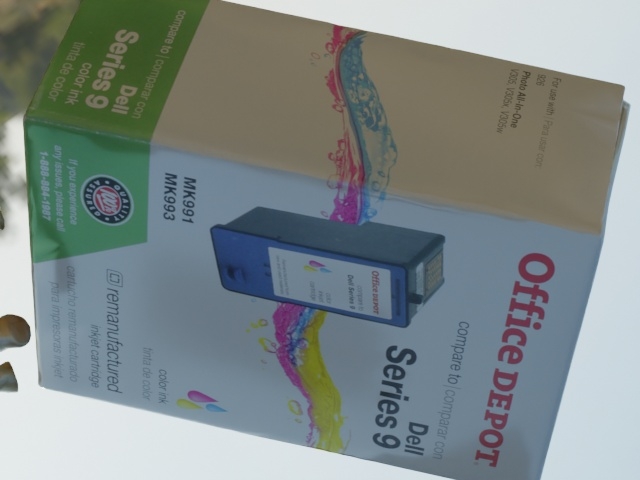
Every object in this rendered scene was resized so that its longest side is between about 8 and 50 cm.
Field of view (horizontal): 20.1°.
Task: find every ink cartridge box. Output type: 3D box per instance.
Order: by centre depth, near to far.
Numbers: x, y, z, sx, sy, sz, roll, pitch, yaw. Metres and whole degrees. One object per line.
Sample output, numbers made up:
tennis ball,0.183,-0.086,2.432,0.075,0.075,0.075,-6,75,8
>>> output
ink cartridge box,0.000,0.000,0.703,0.154,0.212,0.093,97,6,-45

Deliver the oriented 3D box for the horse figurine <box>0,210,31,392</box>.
horse figurine,-0.188,0.058,0.623,0.174,0.066,0.263,-21,169,-19
